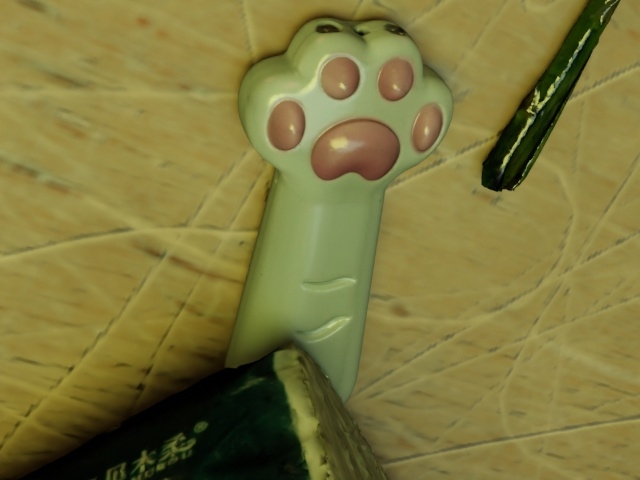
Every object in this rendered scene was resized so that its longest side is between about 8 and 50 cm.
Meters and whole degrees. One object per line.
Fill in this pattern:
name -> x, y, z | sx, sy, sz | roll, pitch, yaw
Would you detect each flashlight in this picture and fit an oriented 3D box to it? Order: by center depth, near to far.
flashlight -> 0.000, 0.000, 0.794 | 0.093, 0.047, 0.200 | 0, 120, -22

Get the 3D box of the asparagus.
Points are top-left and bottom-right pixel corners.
asparagus -> 0.133, -0.119, 0.790 | 0.023, 0.022, 0.233 | 28, 111, -4

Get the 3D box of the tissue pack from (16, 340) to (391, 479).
tissue pack -> -0.122, 0.271, 0.758 | 0.417, 0.264, 0.253 | -28, 129, 4
